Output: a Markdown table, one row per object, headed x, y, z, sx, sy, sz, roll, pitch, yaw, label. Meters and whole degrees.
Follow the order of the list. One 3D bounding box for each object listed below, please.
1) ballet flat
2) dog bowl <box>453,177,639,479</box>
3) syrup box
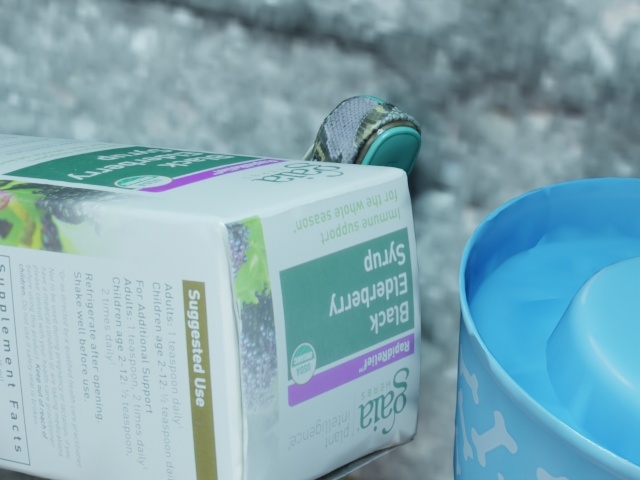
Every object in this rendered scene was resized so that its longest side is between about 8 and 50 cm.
| x | y | z | sx | sy | sz | roll | pitch | yaw | label |
| --- | --- | --- | --- | --- | --- | --- | --- | --- | --- |
| 0.000 | 0.000 | 0.669 | 0.041 | 0.041 | 0.114 | 29 | 112 | 15 | ballet flat |
| 0.170 | 0.082 | 0.549 | 0.297 | 0.166 | 0.074 | 25 | 123 | 16 | dog bowl |
| -0.088 | 0.019 | 0.648 | 0.237 | 0.093 | 0.096 | 5 | 105 | 37 | syrup box |
